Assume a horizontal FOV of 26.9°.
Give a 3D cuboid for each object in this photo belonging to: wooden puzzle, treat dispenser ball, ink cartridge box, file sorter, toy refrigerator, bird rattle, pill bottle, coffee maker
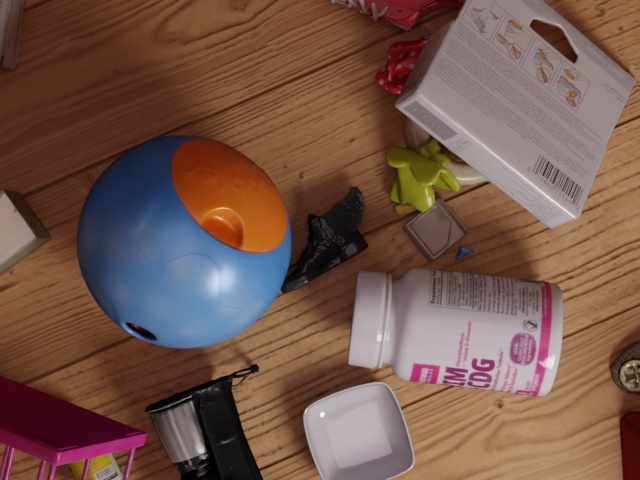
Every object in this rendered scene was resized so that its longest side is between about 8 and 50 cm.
[{"bbox_3d":[0.165,-0.017,1.938,0.078,0.014,0.116,-32,89,5],"label":"wooden puzzle"},{"bbox_3d":[-0.183,0.002,1.808,0.288,0.288,0.288,0,90,1],"label":"treat dispenser ball"},{"bbox_3d":[0.278,-0.205,1.865,0.296,0.066,0.261,37,62,-16],"label":"ink cartridge box"},{"bbox_3d":[-0.427,0.311,1.813,0.291,0.202,0.182,17,96,25],"label":"file sorter"},{"bbox_3d":[-0.527,0.037,1.907,0.269,0.102,0.094,-35,89,1],"label":"toy refrigerator"},{"bbox_3d":[0.176,-0.168,1.906,0.207,0.143,0.253,7,74,-13],"label":"bird rattle"},{"bbox_3d":[0.184,0.123,1.864,0.283,0.160,0.160,6,90,2],"label":"pill bottle"},{"bbox_3d":[-0.335,0.303,1.921,0.065,0.065,0.116,-26,89,1],"label":"pill bottle"},{"bbox_3d":[-0.140,0.289,1.890,0.171,0.120,0.178,-20,90,0],"label":"coffee maker"},{"bbox_3d":[-0.474,-0.305,1.883,0.063,0.150,0.109,8,90,5],"label":"ink cartridge box"}]

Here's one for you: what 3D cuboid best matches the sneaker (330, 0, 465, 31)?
[{"bbox_3d":[0.084,-0.358,1.890,0.314,0.116,0.136,-9,91,1],"label":"sneaker"}]

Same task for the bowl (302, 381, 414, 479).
[{"bbox_3d":[0.054,0.278,1.919,0.142,0.053,0.142,-18,90,1],"label":"bowl"}]

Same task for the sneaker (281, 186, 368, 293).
[{"bbox_3d":[0.000,0.000,1.924,0.170,0.051,0.089,-30,89,-4],"label":"sneaker"}]

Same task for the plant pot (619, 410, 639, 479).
[{"bbox_3d":[0.569,0.375,1.818,0.267,0.236,0.267,-3,90,2],"label":"plant pot"}]

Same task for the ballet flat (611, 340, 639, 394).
[{"bbox_3d":[0.535,0.167,1.889,0.250,0.058,0.084,-13,101,14],"label":"ballet flat"}]
